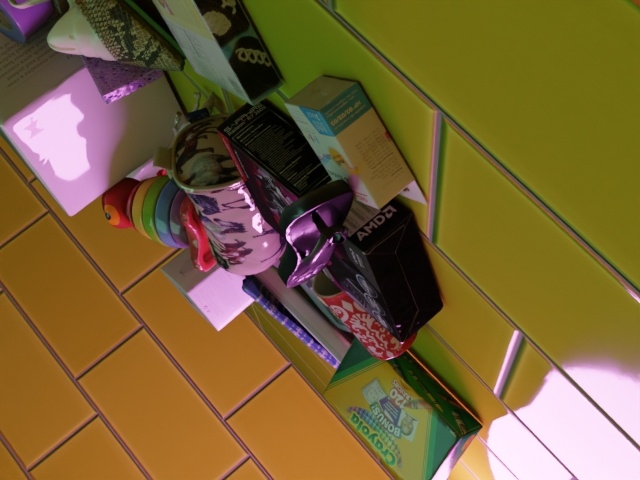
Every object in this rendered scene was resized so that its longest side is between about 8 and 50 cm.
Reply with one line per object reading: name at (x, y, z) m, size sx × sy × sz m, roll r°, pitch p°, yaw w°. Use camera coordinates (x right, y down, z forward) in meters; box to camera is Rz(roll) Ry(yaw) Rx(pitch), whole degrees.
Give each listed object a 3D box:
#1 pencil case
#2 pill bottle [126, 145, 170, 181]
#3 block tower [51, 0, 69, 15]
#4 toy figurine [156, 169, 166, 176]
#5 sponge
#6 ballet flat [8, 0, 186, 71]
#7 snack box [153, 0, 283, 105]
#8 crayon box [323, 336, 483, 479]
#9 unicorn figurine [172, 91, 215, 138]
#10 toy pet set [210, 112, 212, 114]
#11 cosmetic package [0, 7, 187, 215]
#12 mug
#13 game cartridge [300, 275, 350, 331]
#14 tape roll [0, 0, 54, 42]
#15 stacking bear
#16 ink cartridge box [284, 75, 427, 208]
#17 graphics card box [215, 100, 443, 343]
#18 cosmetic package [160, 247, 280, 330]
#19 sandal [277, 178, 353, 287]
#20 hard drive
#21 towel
pencil case at (-0.162, -0.073, 1.745) m, size 0.184 × 0.159 × 0.410 m, roll 9°, pitch 158°, yaw 10°
pill bottle at (-0.516, -0.264, 2.416) m, size 0.361 × 0.204 × 0.204 m, roll 47°, pitch 168°, yaw 22°
block tower at (-0.577, -0.557, 1.784) m, size 0.335 × 0.097 × 0.091 m, roll 41°, pitch 164°, yaw 5°
toy figurine at (-0.269, -0.038, 2.257) m, size 0.217 × 0.191 × 0.362 m, roll 42°, pitch 168°, yaw 15°
sponge at (-0.382, -0.353, 1.752) m, size 0.210 × 0.117 × 0.031 m, roll 58°, pitch 171°, yaw 26°
ballet flat at (-0.441, -0.439, 1.646) m, size 0.482 × 0.182 × 0.164 m, roll 51°, pitch 176°, yaw -4°
snack box at (-0.180, -0.340, 1.270) m, size 0.187 × 0.060 × 0.322 m, roll 36°, pitch 162°, yaw 49°
crayon box at (0.147, 0.315, 1.785) m, size 0.081 × 0.165 × 0.278 m, roll -7°, pitch -137°, yaw -48°
unicorn figurine at (-0.235, -0.193, 1.734) m, size 0.162 × 0.060 × 0.111 m, roll 120°, pitch 155°, yaw -56°
toy pet set at (-0.191, -0.194, 1.824) m, size 0.122 × 0.065 × 0.114 m, roll 49°, pitch 134°, yaw -6°
cosmetic package at (-0.544, -0.338, 1.983) m, size 0.394 × 0.329 × 0.327 m, roll 45°, pitch 166°, yaw 30°
mug at (0.086, 0.112, 1.548) m, size 0.169 × 0.113 × 0.150 m, roll 53°, pitch 170°, yaw -28°
game cartridge at (0.020, 0.091, 1.869) m, size 0.196 × 0.060 × 0.294 m, roll 47°, pitch 169°, yaw -2°
tape roll at (-0.586, -0.458, 1.757) m, size 0.189 × 0.080 × 0.189 m, roll 37°, pitch 163°, yaw 13°
stacking bear at (-0.336, -0.064, 2.014) m, size 0.289 × 0.164 × 0.175 m, roll 11°, pitch 129°, yaw 28°
ink cartridge box at (0.043, -0.104, 1.151) m, size 0.181 × 0.062 × 0.104 m, roll 56°, pitch 168°, yaw -25°
graphics card box at (0.011, -0.035, 1.412) m, size 0.371 × 0.094 × 0.232 m, roll 40°, pitch 163°, yaw 38°
cosmetic package at (-0.237, 0.073, 2.347) m, size 0.138 × 0.225 × 0.224 m, roll 54°, pitch 169°, yaw -27°
sandal at (0.001, 0.000, 1.192) m, size 0.054 × 0.097 × 0.254 m, roll 55°, pitch 164°, yaw 18°
hard drive at (0.020, 0.199, 2.088) m, size 0.353 × 0.047 × 0.233 m, roll 44°, pitch -178°, yaw 31°
towel at (-0.044, 0.188, 2.145) m, size 0.336 × 0.040 × 0.243 m, roll 41°, pitch 180°, yaw -5°
